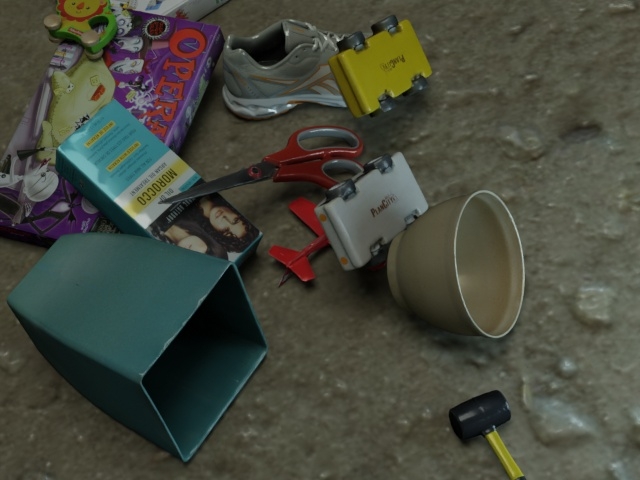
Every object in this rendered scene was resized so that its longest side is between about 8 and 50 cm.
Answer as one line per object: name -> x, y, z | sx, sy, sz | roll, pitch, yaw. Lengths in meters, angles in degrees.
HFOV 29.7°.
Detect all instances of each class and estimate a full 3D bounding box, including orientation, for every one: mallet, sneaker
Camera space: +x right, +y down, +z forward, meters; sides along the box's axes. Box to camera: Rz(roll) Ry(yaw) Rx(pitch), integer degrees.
mallet -> 0.209, 0.237, 1.250 | 0.062, 0.039, 0.189 | -28, 61, -17
sneaker -> -0.003, -0.237, 1.563 | 0.262, 0.121, 0.099 | -14, 53, -5

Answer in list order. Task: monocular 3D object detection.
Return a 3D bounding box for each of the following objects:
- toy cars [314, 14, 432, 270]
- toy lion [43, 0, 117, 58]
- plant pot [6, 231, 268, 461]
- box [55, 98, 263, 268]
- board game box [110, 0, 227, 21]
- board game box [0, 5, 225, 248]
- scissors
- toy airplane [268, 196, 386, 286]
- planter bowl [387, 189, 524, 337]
toy cars -> 0.051, -0.118, 1.451 | 0.087, 0.176, 0.393 | -20, 51, 36
toy lion -> -0.308, -0.293, 1.584 | 0.100, 0.034, 0.096 | 25, 61, 20
plant pot -> -0.212, 0.095, 1.326 | 0.234, 0.165, 0.165 | 20, 58, 29
box -> -0.192, -0.046, 1.427 | 0.244, 0.060, 0.100 | 42, 66, 5
board game box -> -0.216, -0.397, 1.745 | 0.305, 0.053, 0.193 | -37, 59, -19
board game box -> -0.277, -0.144, 1.541 | 0.208, 0.056, 0.346 | 14, 66, 11
scissors -> -0.070, -0.090, 1.459 | 0.297, 0.021, 0.109 | -6, 58, -27
toy airplane -> 0.000, 0.000, 1.446 | 0.151, 0.028, 0.151 | -2, 54, 3
planter bowl -> 0.142, 0.030, 1.343 | 0.109, 0.162, 0.162 | -7, 49, 34
